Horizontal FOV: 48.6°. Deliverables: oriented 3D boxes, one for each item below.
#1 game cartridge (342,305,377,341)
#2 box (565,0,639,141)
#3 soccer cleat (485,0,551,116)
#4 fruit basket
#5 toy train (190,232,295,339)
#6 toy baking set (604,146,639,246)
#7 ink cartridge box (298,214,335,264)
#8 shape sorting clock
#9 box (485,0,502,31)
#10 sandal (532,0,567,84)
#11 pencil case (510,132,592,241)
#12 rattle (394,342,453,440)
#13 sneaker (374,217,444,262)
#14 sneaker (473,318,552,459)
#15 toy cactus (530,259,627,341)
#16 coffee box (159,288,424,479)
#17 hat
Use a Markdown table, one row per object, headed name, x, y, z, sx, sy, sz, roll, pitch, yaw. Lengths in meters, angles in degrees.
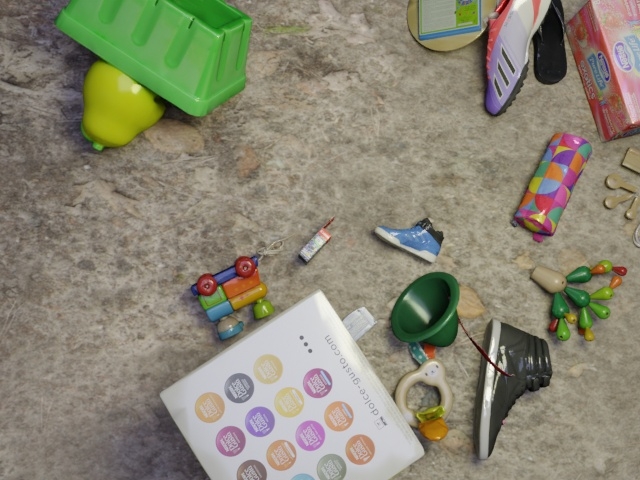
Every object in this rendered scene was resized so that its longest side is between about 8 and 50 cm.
| name | x | y | z | sx | sy | sz | roll | pitch | yaw |
| --- | --- | --- | --- | --- | --- | --- | --- | --- | --- |
| game cartridge | 0.076 | 0.184 | 1.539 | 0.083 | 0.017 | 0.056 | -39 | 89 | -8 |
| box | 0.684 | -0.393 | 1.592 | 0.142 | 0.154 | 0.300 | -14 | 84 | -6 |
| soccer cleat | 0.404 | -0.432 | 1.551 | 0.116 | 0.109 | 0.318 | 10 | 116 | -9 |
| fruit basket | -0.369 | -0.371 | 1.508 | 0.392 | 0.283 | 0.392 | 9 | 120 | 17 |
| toy train | -0.135 | 0.099 | 1.500 | 0.248 | 0.105 | 0.143 | -25 | 94 | -7 |
| toy baking set | 0.759 | -0.091 | 1.618 | 0.196 | 0.030 | 0.256 | -38 | 85 | -5 |
| ink cartridge box | 0.000 | 0.000 | 1.536 | 0.029 | 0.063 | 0.115 | 43 | 81 | 4 |
| shape sorting clock | 0.297 | -0.529 | 1.612 | 0.206 | 0.040 | 0.206 | -2 | 85 | 26 |
| box | 0.428 | -0.546 | 1.624 | 0.087 | 0.101 | 0.102 | -2 | 80 | -4 |
| sandal | 0.531 | -0.492 | 1.646 | 0.097 | 0.054 | 0.255 | -9 | 82 | -5 |
| pencil case | 0.515 | -0.121 | 1.573 | 0.104 | 0.104 | 0.236 | 28 | 83 | 1 |
| rattle | 0.221 | 0.298 | 1.474 | 0.130 | 0.143 | 0.200 | 12 | 87 | 17 |
| sneaker | 0.198 | -0.018 | 1.552 | 0.152 | 0.058 | 0.085 | 25 | 87 | -4 |
| sneaker | 0.408 | 0.322 | 1.493 | 0.147 | 0.104 | 0.296 | 11 | 77 | 3 |
| toy cactus | 0.550 | 0.113 | 1.551 | 0.180 | 0.112 | 0.219 | 33 | 83 | 20 |
| coffee box | -0.056 | 0.332 | 1.346 | 0.334 | 0.338 | 0.338 | -32 | 85 | -7 |
| hat | 0.273 | 0.197 | 1.511 | 0.173 | 0.208 | 0.183 | -33 | 120 | 25 |
